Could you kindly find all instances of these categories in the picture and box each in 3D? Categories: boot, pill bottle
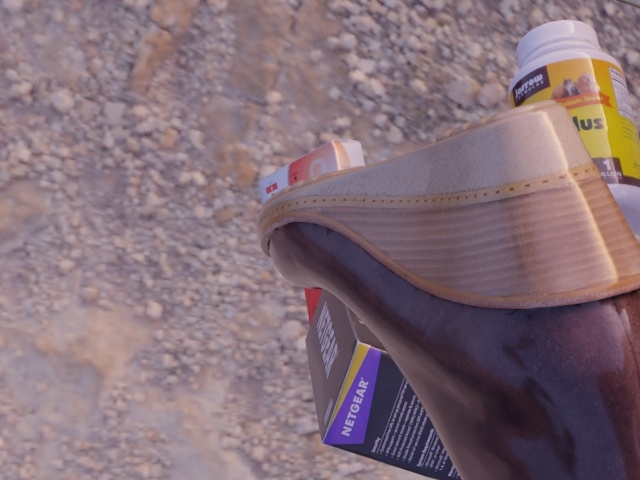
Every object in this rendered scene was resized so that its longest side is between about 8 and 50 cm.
[{"bbox_3d":[0.056,0.064,0.593,0.248,0.090,0.207,-17,88,66],"label":"boot"},{"bbox_3d":[0.251,-0.106,1.399,0.117,0.117,0.215,-19,60,23],"label":"pill bottle"}]

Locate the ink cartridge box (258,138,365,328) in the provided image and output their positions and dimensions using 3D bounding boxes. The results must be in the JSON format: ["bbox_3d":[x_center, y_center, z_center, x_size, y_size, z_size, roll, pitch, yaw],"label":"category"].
[{"bbox_3d":[0.000,0.000,1.491,0.145,0.045,0.179,-25,69,51],"label":"ink cartridge box"}]

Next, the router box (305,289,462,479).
[{"bbox_3d":[0.118,0.116,1.118,0.243,0.309,0.081,19,98,-5],"label":"router box"}]

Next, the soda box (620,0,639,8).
[{"bbox_3d":[0.238,-0.205,1.053,0.181,0.058,0.061,36,111,52],"label":"soda box"}]
